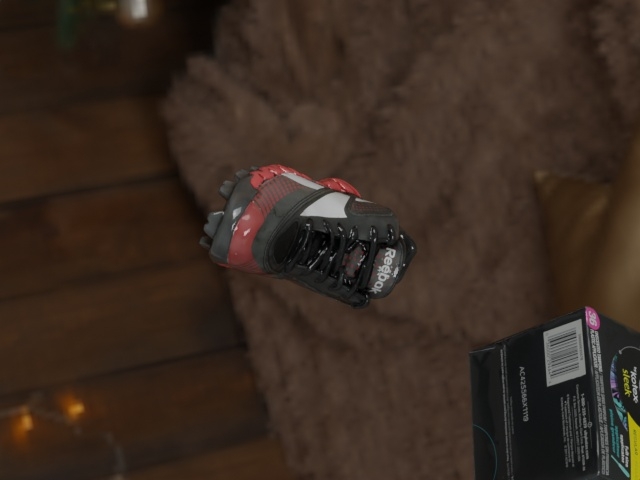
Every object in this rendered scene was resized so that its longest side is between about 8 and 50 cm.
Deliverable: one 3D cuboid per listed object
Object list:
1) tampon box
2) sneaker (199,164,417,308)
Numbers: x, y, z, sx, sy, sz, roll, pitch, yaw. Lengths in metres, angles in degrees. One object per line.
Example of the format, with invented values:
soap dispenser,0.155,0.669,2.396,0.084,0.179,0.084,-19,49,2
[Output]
tampon box,0.190,0.134,1.266,0.101,0.161,0.120,-24,56,38
sneaker,0.000,0.000,1.677,0.135,0.276,0.097,29,100,24
